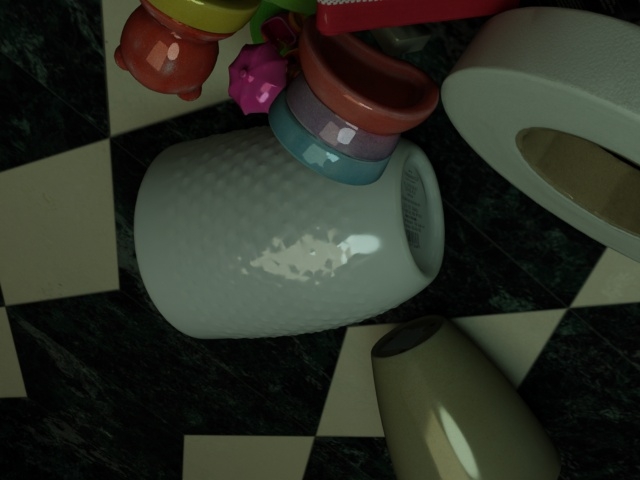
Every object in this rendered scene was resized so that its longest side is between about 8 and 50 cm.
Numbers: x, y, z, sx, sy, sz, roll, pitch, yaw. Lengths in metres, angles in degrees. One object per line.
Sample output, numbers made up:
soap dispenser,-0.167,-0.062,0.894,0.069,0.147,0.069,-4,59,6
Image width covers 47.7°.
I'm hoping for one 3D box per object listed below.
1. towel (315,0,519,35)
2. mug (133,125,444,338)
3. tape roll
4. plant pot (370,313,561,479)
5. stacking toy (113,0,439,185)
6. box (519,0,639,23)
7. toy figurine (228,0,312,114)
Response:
towel,0.093,-0.298,0.577,0.199,0.031,0.274,-10,135,-13
mug,0.000,0.000,0.968,0.328,0.276,0.374,-7,156,27
tape roll,0.297,-0.072,0.696,0.392,0.072,0.392,34,178,2
plant pot,0.193,0.264,1.121,0.256,0.256,0.274,-21,102,38
stacking toy,-0.035,-0.191,0.757,0.309,0.279,0.130,32,125,-3
box,0.237,-0.324,0.644,0.184,0.103,0.261,-18,119,41
toy figurine,-0.043,-0.192,0.861,0.130,0.159,0.173,-15,122,36
